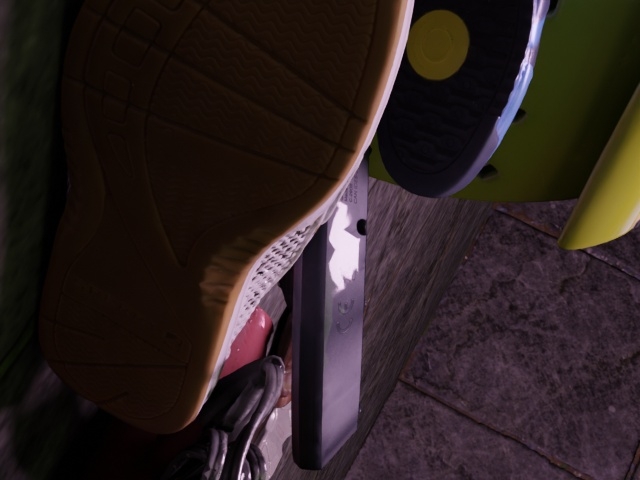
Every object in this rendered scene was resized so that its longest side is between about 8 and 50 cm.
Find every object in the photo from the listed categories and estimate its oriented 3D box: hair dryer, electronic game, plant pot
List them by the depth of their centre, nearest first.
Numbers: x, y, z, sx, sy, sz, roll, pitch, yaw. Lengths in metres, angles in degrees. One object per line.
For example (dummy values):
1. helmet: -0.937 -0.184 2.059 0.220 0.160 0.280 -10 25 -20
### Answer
1. hair dryer: -0.058 0.113 0.635 0.223 0.080 0.293 -48 -166 19
2. electronic game: 0.000 0.000 0.686 0.229 0.048 0.229 3 90 -89
3. plant pot: 0.142 -0.146 0.799 0.228 0.207 0.227 -55 168 -37

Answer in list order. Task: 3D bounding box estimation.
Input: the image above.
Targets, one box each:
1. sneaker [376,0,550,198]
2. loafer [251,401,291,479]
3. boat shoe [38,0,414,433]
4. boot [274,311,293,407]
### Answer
1. sneaker: 0.083 -0.120 0.619 0.082 0.069 0.209 5 98 -61
2. loafer: -0.045 0.158 1.180 0.125 0.039 0.045 -58 137 -44
3. boat shoe: -0.033 -0.042 0.485 0.096 0.098 0.277 -55 177 -43
4. boot: -0.008 0.071 1.132 0.106 0.037 0.114 -55 164 -51
